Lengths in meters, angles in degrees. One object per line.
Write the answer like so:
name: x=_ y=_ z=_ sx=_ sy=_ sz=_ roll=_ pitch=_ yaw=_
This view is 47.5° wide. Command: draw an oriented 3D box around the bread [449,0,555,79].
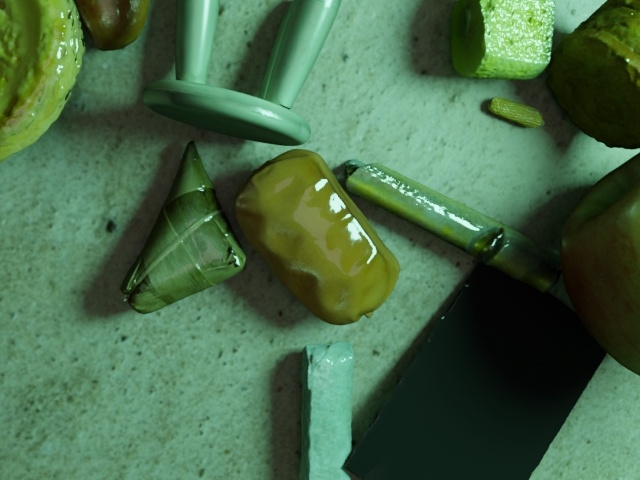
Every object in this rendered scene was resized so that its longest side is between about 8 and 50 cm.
bread: x=0.225 y=-0.266 z=0.930 sx=0.114 sy=0.111 sz=0.129 roll=6 pitch=93 yaw=-15

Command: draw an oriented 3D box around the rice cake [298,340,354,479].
rice cake: x=0.006 y=0.236 z=0.964 sx=0.069 sy=0.063 sz=0.206 roll=2 pitch=95 yaw=-16

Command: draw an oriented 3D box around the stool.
stool: x=-0.086 y=-0.224 z=0.833 sx=0.195 sy=0.195 sz=0.198 roll=14 pitch=92 yaw=-11

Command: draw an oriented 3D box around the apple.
apple: x=0.455 y=0.019 z=0.901 sx=0.319 sy=0.319 sz=0.277 roll=-38 pitch=98 yaw=-5

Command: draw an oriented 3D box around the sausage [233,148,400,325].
sausage: x=0.000 y=0.000 z=0.910 sx=0.136 sy=0.120 sz=0.241 roll=-39 pitch=102 yaw=10

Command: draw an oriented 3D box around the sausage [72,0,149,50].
sausage: x=-0.256 y=-0.355 z=0.837 sx=0.109 sy=0.109 sz=0.270 roll=-10 pitch=97 yaw=-9

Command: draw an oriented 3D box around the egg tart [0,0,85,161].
egg tart: x=-0.418 y=-0.226 z=0.810 sx=0.315 sy=0.120 sz=0.315 roll=-1 pitch=97 yaw=-9

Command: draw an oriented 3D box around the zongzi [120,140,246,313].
zongzi: x=-0.192 y=-0.012 z=0.900 sx=0.160 sy=0.078 sz=0.176 roll=-26 pitch=90 yaw=-7

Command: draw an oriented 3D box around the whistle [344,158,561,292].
whistle: x=0.176 y=-0.023 z=0.969 sx=0.326 sy=0.068 sz=0.057 roll=26 pitch=112 yaw=-11

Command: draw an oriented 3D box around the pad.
pad: x=0.227 y=0.223 z=1.004 sx=0.247 sy=0.007 sz=0.367 roll=38 pitch=79 yaw=-12

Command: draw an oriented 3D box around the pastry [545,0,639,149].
pastry: x=0.384 y=-0.210 z=0.928 sx=0.103 sy=0.189 sz=0.188 roll=-38 pitch=101 yaw=-10

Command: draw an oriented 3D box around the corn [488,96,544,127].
corn: x=0.267 y=-0.173 z=0.989 sx=0.083 sy=0.028 sz=0.027 roll=18 pitch=98 yaw=-8
